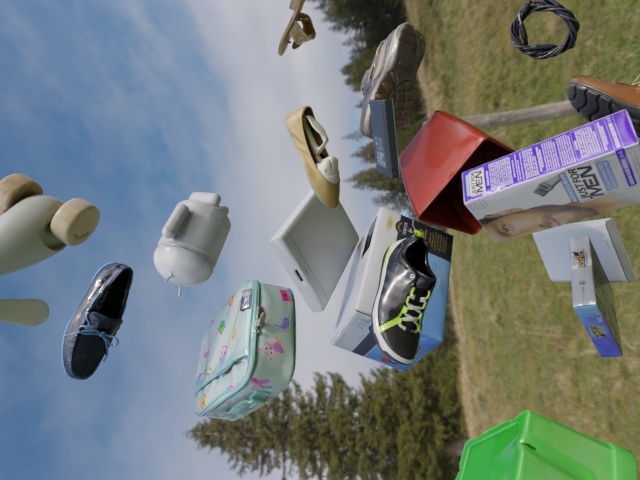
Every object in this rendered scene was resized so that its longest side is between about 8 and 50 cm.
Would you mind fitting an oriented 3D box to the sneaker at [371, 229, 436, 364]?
[{"bbox_3d":[0.147,0.088,0.764,0.097,0.084,0.234,-38,40,52],"label":"sneaker"}]

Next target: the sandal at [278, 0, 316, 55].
[{"bbox_3d":[-0.047,-0.548,1.159,0.088,0.079,0.240,-66,5,-27],"label":"sandal"}]

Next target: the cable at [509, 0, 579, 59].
[{"bbox_3d":[0.626,-0.586,1.265,0.047,0.184,0.150,-39,-13,-46],"label":"cable"}]

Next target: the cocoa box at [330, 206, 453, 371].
[{"bbox_3d":[0.200,0.132,1.231,0.231,0.228,0.347,115,175,-52],"label":"cocoa box"}]

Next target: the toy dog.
[{"bbox_3d":[-0.534,0.041,0.772,0.220,0.334,0.161,45,155,15],"label":"toy dog"}]

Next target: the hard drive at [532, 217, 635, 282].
[{"bbox_3d":[0.860,0.041,1.499,0.203,0.040,0.307,68,165,-2],"label":"hard drive"}]

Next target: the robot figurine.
[{"bbox_3d":[-0.428,0.005,1.514,0.300,0.200,0.353,61,-141,-54],"label":"robot figurine"}]

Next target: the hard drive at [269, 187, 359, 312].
[{"bbox_3d":[0.000,0.000,1.267,0.233,0.047,0.353,60,-148,-20],"label":"hard drive"}]

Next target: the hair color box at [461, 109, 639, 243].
[{"bbox_3d":[0.511,-0.123,0.990,0.185,0.339,0.110,39,-133,-36],"label":"hair color box"}]

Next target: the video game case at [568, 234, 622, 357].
[{"bbox_3d":[0.791,0.163,1.302,0.269,0.061,0.244,47,-136,-30],"label":"video game case"}]

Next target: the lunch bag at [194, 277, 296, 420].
[{"bbox_3d":[-0.150,0.217,0.864,0.108,0.279,0.224,22,-134,-23],"label":"lunch bag"}]

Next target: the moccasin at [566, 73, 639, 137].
[{"bbox_3d":[0.890,-0.381,1.258,0.147,0.380,0.139,-51,-33,-13],"label":"moccasin"}]

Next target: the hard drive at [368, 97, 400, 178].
[{"bbox_3d":[0.115,-0.185,0.809,0.094,0.022,0.135,-115,15,-70],"label":"hard drive"}]

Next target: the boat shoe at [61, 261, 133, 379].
[{"bbox_3d":[-0.478,0.166,0.965,0.109,0.089,0.258,26,-114,-49],"label":"boat shoe"}]

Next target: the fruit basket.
[{"bbox_3d":[0.379,0.480,0.632,0.392,0.392,0.283,-86,21,-44],"label":"fruit basket"}]

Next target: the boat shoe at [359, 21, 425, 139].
[{"bbox_3d":[0.190,-0.440,1.286,0.132,0.130,0.355,29,-102,-28],"label":"boat shoe"}]

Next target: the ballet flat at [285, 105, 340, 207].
[{"bbox_3d":[-0.005,-0.183,0.971,0.080,0.073,0.232,-24,-94,-51],"label":"ballet flat"}]

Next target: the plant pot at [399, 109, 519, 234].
[{"bbox_3d":[0.379,-0.207,1.262,0.267,0.267,0.235,11,-143,-38],"label":"plant pot"}]
